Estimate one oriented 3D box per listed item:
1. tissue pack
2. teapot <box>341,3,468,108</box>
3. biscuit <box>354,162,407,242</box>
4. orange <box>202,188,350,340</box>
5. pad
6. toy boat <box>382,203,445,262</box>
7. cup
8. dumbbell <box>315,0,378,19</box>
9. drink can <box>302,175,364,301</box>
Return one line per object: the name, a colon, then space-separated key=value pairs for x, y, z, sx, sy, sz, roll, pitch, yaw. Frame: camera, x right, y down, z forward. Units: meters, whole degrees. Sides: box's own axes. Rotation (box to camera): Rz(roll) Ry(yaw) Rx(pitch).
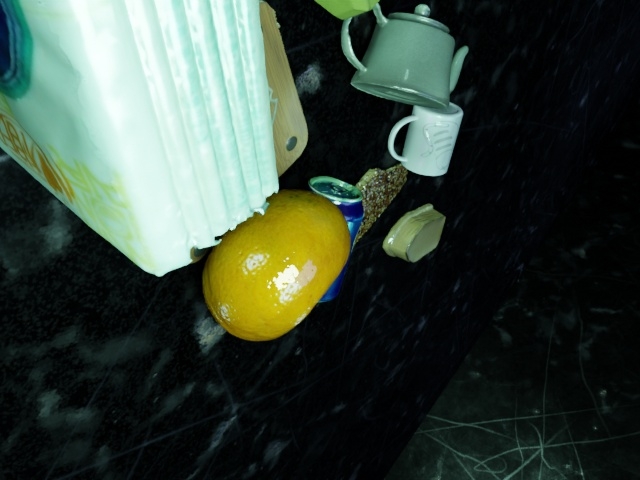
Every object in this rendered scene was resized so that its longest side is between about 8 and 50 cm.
tissue pack: x=-0.176 y=-0.203 z=0.394 sx=0.162 sy=0.287 sz=0.388 roll=-36 pitch=144 yaw=-29
teapot: x=0.137 y=-0.302 z=0.949 sx=0.239 sy=0.162 sz=0.148 roll=11 pitch=100 yaw=-29
biscuit: x=0.100 y=-0.082 z=1.203 sx=0.237 sy=0.026 sz=0.131 roll=-49 pitch=151 yaw=-16
orange: x=-0.068 y=0.030 z=0.872 sx=0.240 sy=0.171 sz=0.240 roll=-49 pitch=180 yaw=0
pad: x=-0.130 y=-0.136 z=0.809 sx=0.284 sy=0.018 sz=0.286 roll=-49 pitch=151 yaw=-19
toy boat: x=0.223 y=-0.010 z=1.426 sx=0.188 sy=0.061 sz=0.116 roll=-26 pitch=137 yaw=-44
cup: x=0.210 y=-0.201 z=1.191 sx=0.136 sy=0.099 sz=0.133 roll=-28 pitch=139 yaw=-44
dumbbell: x=0.098 y=-0.430 z=0.796 sx=0.302 sy=0.121 sz=0.108 roll=-53 pitch=180 yaw=-13
drink can: x=0.000 y=0.000 z=1.031 sx=0.118 sy=0.118 sz=0.204 roll=-18 pitch=131 yaw=-50
